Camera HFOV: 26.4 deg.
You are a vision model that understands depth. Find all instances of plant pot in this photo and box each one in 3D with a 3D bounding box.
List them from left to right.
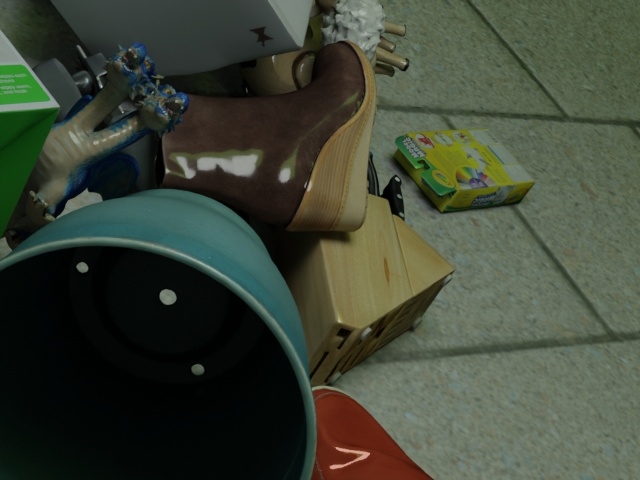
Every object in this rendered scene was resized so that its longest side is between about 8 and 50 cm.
[{"bbox_3d":[-0.132,0.085,1.023,0.271,0.272,0.255,28,18,-7],"label":"plant pot"}]

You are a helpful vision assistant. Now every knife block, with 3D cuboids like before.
[{"bbox_3d":[0.000,0.000,1.371,0.242,0.088,0.275,41,35,15],"label":"knife block"}]

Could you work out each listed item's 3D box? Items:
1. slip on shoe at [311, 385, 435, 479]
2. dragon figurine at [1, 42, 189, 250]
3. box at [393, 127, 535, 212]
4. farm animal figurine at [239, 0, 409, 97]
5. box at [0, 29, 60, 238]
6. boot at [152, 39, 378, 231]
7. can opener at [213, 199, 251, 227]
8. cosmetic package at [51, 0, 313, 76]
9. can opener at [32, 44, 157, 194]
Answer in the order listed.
[{"bbox_3d":[0.087,0.240,1.122,0.123,0.101,0.331,-8,49,-42],"label":"slip on shoe"},{"bbox_3d":[-0.206,-0.061,1.117,0.144,0.289,0.085,-36,90,-33],"label":"dragon figurine"},{"bbox_3d":[0.169,-0.086,1.658,0.179,0.043,0.105,-5,49,-46],"label":"box"},{"bbox_3d":[-0.031,-0.290,1.608,0.172,0.330,0.327,19,64,-24],"label":"farm animal figurine"},{"bbox_3d":[-0.347,-0.073,1.028,0.127,0.262,0.231,-10,51,-47],"label":"box"},{"bbox_3d":[-0.053,-0.124,1.325,0.207,0.090,0.248,14,50,-17],"label":"boot"},{"bbox_3d":[-0.084,0.002,1.333,0.073,0.059,0.186,30,32,-58],"label":"can opener"},{"bbox_3d":[-0.113,-0.398,1.479,0.161,0.230,0.453,56,35,-45],"label":"cosmetic package"},{"bbox_3d":[-0.204,-0.081,1.347,0.095,0.076,0.283,-23,57,-14],"label":"can opener"}]
